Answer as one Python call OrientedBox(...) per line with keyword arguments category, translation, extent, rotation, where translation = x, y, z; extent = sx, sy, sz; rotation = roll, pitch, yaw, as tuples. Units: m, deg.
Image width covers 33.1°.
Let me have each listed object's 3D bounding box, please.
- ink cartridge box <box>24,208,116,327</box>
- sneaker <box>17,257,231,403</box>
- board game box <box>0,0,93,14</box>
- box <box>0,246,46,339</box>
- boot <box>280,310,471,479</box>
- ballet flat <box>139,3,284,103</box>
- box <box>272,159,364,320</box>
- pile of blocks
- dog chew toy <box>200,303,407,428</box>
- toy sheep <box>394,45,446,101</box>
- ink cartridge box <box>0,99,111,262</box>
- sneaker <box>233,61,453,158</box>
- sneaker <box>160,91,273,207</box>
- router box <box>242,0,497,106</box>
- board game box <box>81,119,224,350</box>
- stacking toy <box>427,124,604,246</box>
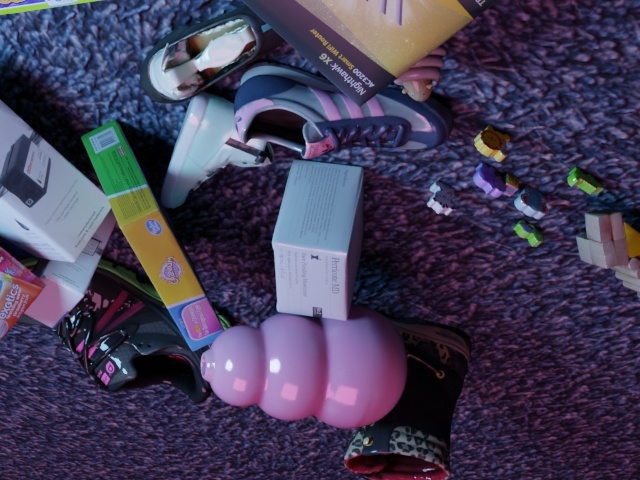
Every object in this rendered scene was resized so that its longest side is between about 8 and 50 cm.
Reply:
OrientedBox(category="ink cartridge box", translation=(-0.435, 0.035, 1.860), extent=(0.082, 0.191, 0.139), rotation=(30, 138, -20))
OrientedBox(category="sneaker", translation=(-0.393, 0.169, 2.004), extent=(0.483, 0.202, 0.185), rotation=(17, 140, -7))
OrientedBox(category="board game box", translation=(-0.306, -0.419, 1.360), extent=(0.347, 0.078, 0.233), rotation=(-4, 139, 18))
OrientedBox(category="box", translation=(-0.580, 0.054, 1.770), extent=(0.257, 0.128, 0.122), rotation=(23, 160, 49))
OrientedBox(category="boot", translation=(0.079, 0.275, 1.947), extent=(0.377, 0.284, 0.138), rotation=(11, 142, -1))
OrientedBox(category="ballet flat", translation=(-0.170, -0.258, 1.507), extent=(0.280, 0.096, 0.095), rotation=(-24, 106, 34))
OrientedBox(category="box", translation=(0.000, 0.000, 1.714), extent=(0.119, 0.182, 0.181), rotation=(7, 141, 7))
OrientedBox(category="pile of blocks", translation=(0.548, 0.049, 1.719), extent=(0.362, 0.149, 0.112), rotation=(40, 177, -18))
OrientedBox(category="dog chew toy", translation=(-0.030, 0.204, 1.767), extent=(0.332, 0.206, 0.206), rotation=(3, 144, -19))
OrientedBox(category="toy sheep", translation=(0.126, -0.251, 1.439), extent=(0.091, 0.132, 0.091), rotation=(-10, 178, 0))
OrientedBox(category="ink cartridge box", translation=(-0.518, -0.107, 1.705), extent=(0.223, 0.129, 0.307), rotation=(5, 147, 46))
OrientedBox(category="sneaker", translation=(0.030, -0.159, 1.552), extent=(0.319, 0.131, 0.112), rotation=(9, 141, 3))
OrientedBox(category="sneaker", translation=(-0.159, -0.115, 1.685), extent=(0.151, 0.094, 0.256), rotation=(18, 142, -12))
OrientedBox(category="router box", translation=(0.031, -0.338, 1.275), extent=(0.243, 0.081, 0.309), rotation=(-36, 120, 29))
OrientedBox(category="board game box", translation=(-0.265, -0.004, 1.735), extent=(0.064, 0.242, 0.316), rotation=(-27, 136, -6))
OrientedBox(category="stacking toy", translation=(0.294, -0.073, 1.655), extent=(0.221, 0.052, 0.167), rotation=(23, 140, -15))
